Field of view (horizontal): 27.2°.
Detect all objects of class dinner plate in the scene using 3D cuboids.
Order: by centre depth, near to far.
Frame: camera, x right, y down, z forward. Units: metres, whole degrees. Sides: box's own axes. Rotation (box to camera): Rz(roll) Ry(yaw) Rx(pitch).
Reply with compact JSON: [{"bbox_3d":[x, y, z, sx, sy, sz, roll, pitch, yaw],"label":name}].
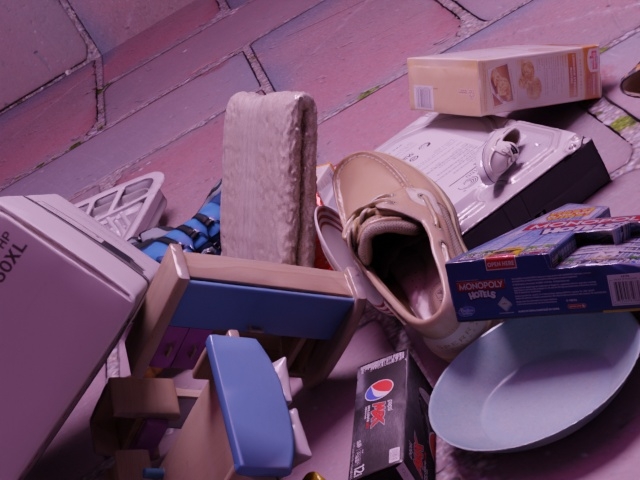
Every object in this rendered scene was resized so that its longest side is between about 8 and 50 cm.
[{"bbox_3d":[0.035,0.024,1.383,0.017,0.141,0.141,-38,20,18],"label":"dinner plate"}]

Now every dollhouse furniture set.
[{"bbox_3d":[-0.060,0.199,1.220,0.286,0.198,0.303,-61,33,35],"label":"dollhouse furniture set"}]

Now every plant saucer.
[{"bbox_3d":[0.186,0.123,1.121,0.195,0.037,0.195,-26,22,11],"label":"plant saucer"}]

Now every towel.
[{"bbox_3d":[-0.057,-0.024,1.459,0.049,0.282,0.187,0,5,-27],"label":"towel"}]

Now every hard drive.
[{"bbox_3d":[0.140,-0.055,1.518,0.237,0.064,0.339,-36,24,-12],"label":"hard drive"}]

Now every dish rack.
[{"bbox_3d":[-0.361,0.041,1.923,0.285,0.072,0.333,-20,25,22],"label":"dish rack"}]

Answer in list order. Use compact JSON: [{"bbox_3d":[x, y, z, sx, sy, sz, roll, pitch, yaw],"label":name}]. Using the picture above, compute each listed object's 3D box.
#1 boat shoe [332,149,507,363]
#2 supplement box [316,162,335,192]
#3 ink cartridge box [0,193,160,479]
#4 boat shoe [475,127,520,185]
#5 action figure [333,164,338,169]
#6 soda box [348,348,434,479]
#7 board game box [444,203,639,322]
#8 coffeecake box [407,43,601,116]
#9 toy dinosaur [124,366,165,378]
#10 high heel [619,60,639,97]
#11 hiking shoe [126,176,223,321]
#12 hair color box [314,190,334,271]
[{"bbox_3d":[0.077,-0.003,1.304,0.109,0.098,0.302,-44,43,14],"label":"boat shoe"},{"bbox_3d":[-0.020,-0.057,1.748,0.062,0.036,0.098,-14,28,35],"label":"supplement box"},{"bbox_3d":[-0.309,0.113,1.328,0.285,0.166,0.395,-56,4,1],"label":"ink cartridge box"},{"bbox_3d":[0.192,-0.092,1.403,0.035,0.035,0.100,-20,19,30],"label":"boat shoe"},{"bbox_3d":[-0.016,-0.086,1.818,0.115,0.030,0.038,-12,24,33],"label":"action figure"},{"bbox_3d":[0.064,0.168,1.147,0.053,0.060,0.169,-25,24,18],"label":"soda box"},{"bbox_3d":[0.242,0.011,1.193,0.194,0.060,0.194,-6,13,32],"label":"board game box"},{"bbox_3d":[0.222,-0.196,1.599,0.185,0.068,0.142,-11,13,-29],"label":"coffeecake box"},{"bbox_3d":[-0.155,0.098,1.544,0.211,0.064,0.112,-54,14,17],"label":"toy dinosaur"},{"bbox_3d":[0.406,-0.171,1.369,0.186,0.093,0.261,-18,9,13],"label":"high heel"},{"bbox_3d":[-0.139,0.014,1.681,0.304,0.113,0.132,-32,26,26],"label":"hiking shoe"},{"bbox_3d":[0.000,0.000,1.483,0.043,0.072,0.141,-25,53,-1],"label":"hair color box"}]
